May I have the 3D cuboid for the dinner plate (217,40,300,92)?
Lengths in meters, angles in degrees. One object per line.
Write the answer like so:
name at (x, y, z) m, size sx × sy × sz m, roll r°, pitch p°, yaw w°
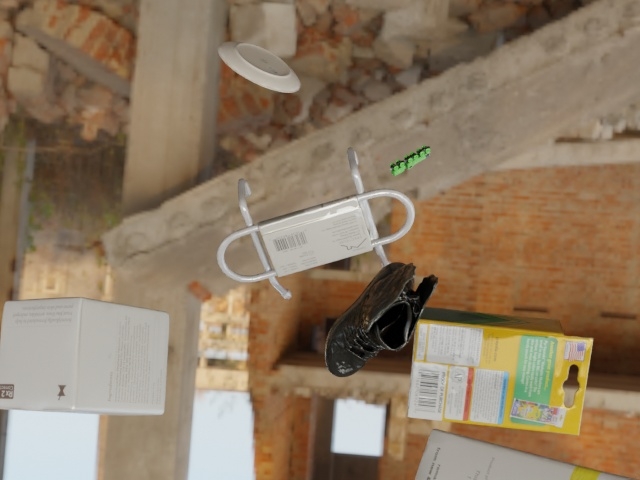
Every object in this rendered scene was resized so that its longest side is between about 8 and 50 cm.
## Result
dinner plate at (-0.092, -0.274, 1.489) m, size 0.141 × 0.017 × 0.141 m, roll 23°, pitch -150°, yaw -14°

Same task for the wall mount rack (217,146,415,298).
wall mount rack at (0.000, 0.000, 1.715) m, size 0.350 × 0.304 × 0.130 m, roll -16°, pitch -143°, yaw 5°

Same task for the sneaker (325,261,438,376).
sneaker at (0.055, 0.084, 0.938) m, size 0.051 × 0.170 × 0.089 m, roll 28°, pitch -159°, yaw -13°

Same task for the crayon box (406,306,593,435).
crayon box at (0.333, 0.245, 1.819) m, size 0.322 × 0.203 × 0.083 m, roll 6°, pitch -163°, yaw 6°

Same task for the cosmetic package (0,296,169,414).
cosmetic package at (-0.330, 0.166, 1.350) m, size 0.151 × 0.151 × 0.183 m, roll -5°, pitch 167°, yaw 30°

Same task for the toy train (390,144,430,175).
toy train at (0.154, -0.136, 1.642) m, size 0.083 × 0.024 × 0.017 m, roll -29°, pitch -136°, yaw -16°

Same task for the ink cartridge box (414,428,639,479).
ink cartridge box at (0.331, 0.370, 1.144) m, size 0.384 × 0.160 × 0.279 m, roll 5°, pitch 158°, yaw 46°
